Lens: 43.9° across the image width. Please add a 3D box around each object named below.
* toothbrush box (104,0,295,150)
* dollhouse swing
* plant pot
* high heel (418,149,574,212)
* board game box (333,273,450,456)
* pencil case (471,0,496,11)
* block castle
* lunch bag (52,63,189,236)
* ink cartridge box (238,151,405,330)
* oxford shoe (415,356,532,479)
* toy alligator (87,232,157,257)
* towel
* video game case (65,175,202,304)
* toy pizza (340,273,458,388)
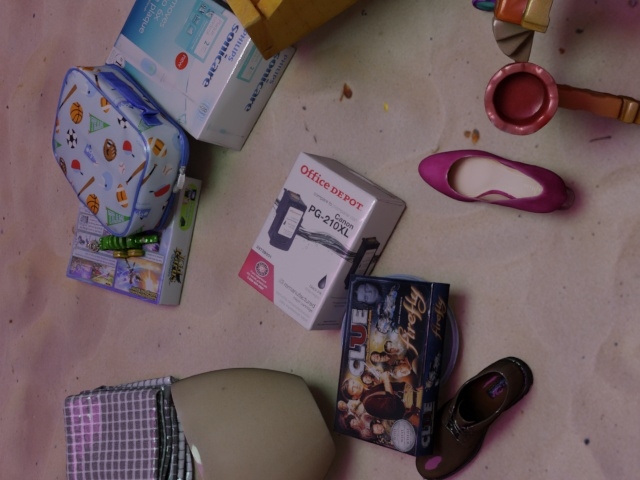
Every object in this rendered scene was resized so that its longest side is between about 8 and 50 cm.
[{"bbox_3d":[-0.223,-0.332,1.440,0.295,0.126,0.216,40,107,28],"label":"toothbrush box"},{"bbox_3d":[-0.027,-0.502,1.179,0.347,0.315,0.304,-32,89,4],"label":"dollhouse swing"},{"bbox_3d":[-0.088,0.311,1.235,0.191,0.284,0.284,-25,68,-9],"label":"plant pot"},{"bbox_3d":[0.230,-0.086,1.124,0.244,0.117,0.082,23,99,32],"label":"high heel"},{"bbox_3d":[0.102,0.176,1.167,0.165,0.042,0.243,3,86,47],"label":"board game box"},{"bbox_3d":[0.263,-0.415,1.161,0.065,0.070,0.151,11,92,33],"label":"pencil case"},{"bbox_3d":[0.367,-0.325,0.883,0.303,0.213,0.453,13,111,7],"label":"block castle"},{"bbox_3d":[-0.357,-0.166,1.418,0.303,0.115,0.243,43,125,27],"label":"lunch bag"},{"bbox_3d":[0.000,0.000,1.276,0.172,0.100,0.237,35,104,30],"label":"ink cartridge box"},{"bbox_3d":[0.198,0.255,1.127,0.083,0.096,0.227,42,110,27],"label":"oxford shoe"},{"bbox_3d":[-0.386,0.004,1.485,0.190,0.051,0.056,-5,82,33],"label":"toy alligator"},{"bbox_3d":[-0.356,0.401,1.462,0.235,0.121,0.283,-12,79,31],"label":"towel"},{"bbox_3d":[-0.366,-0.020,1.542,0.270,0.061,0.244,12,91,33],"label":"video game case"},{"bbox_3d":[0.122,0.152,1.224,0.201,0.032,0.201,-4,82,32],"label":"toy pizza"}]
